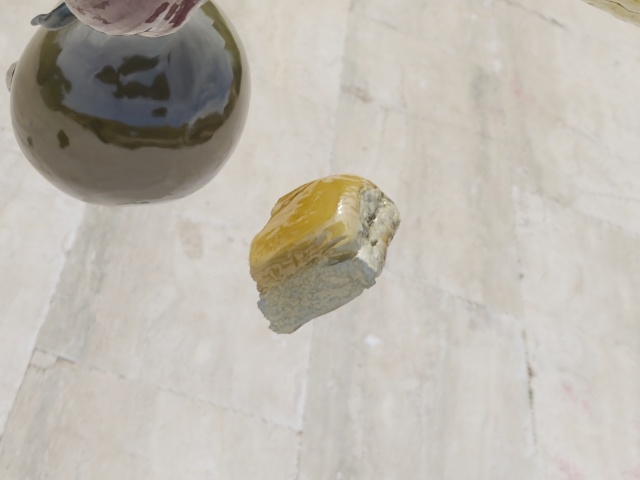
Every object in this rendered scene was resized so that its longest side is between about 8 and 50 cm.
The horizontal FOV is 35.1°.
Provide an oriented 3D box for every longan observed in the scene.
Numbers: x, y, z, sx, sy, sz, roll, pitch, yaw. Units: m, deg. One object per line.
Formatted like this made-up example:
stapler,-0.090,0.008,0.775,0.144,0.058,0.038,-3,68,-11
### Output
longan,-0.263,-0.205,1.394,0.361,0.361,0.360,16,45,-17

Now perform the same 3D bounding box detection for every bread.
bread,0.000,0.001,0.783,0.082,0.106,0.125,46,32,-13

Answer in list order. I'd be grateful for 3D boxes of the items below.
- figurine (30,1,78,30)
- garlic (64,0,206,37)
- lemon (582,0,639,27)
figurine,-0.224,-0.257,0.891,0.140,0.193,0.265,-28,71,-16
garlic,-0.101,-0.196,0.578,0.147,0.159,0.102,-3,18,-43
lemon,0.181,-0.240,0.370,0.387,0.350,0.349,61,29,-34
